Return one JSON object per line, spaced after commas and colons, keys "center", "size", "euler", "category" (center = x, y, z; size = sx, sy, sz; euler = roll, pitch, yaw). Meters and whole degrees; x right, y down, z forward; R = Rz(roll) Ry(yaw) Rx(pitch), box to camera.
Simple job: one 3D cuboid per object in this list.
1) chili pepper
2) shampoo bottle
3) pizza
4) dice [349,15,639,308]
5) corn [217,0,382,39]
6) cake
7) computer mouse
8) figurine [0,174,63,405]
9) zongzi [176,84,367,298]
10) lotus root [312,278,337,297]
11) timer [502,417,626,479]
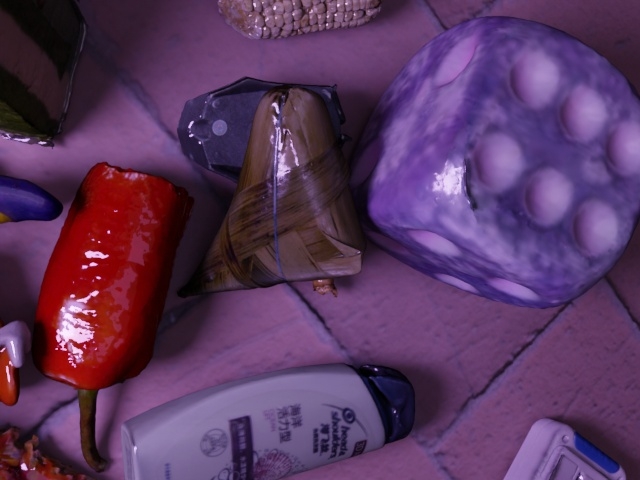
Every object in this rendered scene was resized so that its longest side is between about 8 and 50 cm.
{"center": [-0.240, 0.091, 0.745], "size": [0.134, 0.131, 0.338], "euler": [18, 84, -20], "category": "chili pepper"}
{"center": [-0.051, 0.221, 0.834], "size": [0.359, 0.078, 0.134], "euler": [-8, 107, -25], "category": "shampoo bottle"}
{"center": [-0.327, 0.292, 0.744], "size": [0.201, 0.053, 0.193], "euler": [-34, 107, -15], "category": "pizza"}
{"center": [0.209, -0.088, 0.851], "size": [0.270, 0.271, 0.270], "euler": [29, 79, -20], "category": "dice"}
{"center": [-0.020, -0.294, 0.861], "size": [0.210, 0.087, 0.087], "euler": [-20, 97, -19], "category": "corn"}
{"center": [-0.345, -0.204, 0.635], "size": [0.172, 0.283, 0.158], "euler": [12, 85, -5], "category": "cake"}
{"center": [-0.066, -0.137, 0.851], "size": [0.231, 0.071, 0.126], "euler": [-6, 106, -29], "category": "computer mouse"}
{"center": [-0.386, 0.115, 0.660], "size": [0.193, 0.154, 0.421], "euler": [12, 81, -33], "category": "figurine"}
{"center": [-0.081, -0.050, 0.784], "size": [0.242, 0.112, 0.221], "euler": [-10, 107, 17], "category": "zongzi"}
{"center": [0.000, 0.000, 0.879], "size": [0.073, 0.062, 0.150], "euler": [-5, 90, -22], "category": "lotus root"}
{"center": [0.337, 0.407, 1.007], "size": [0.178, 0.078, 0.253], "euler": [36, 77, -19], "category": "timer"}
